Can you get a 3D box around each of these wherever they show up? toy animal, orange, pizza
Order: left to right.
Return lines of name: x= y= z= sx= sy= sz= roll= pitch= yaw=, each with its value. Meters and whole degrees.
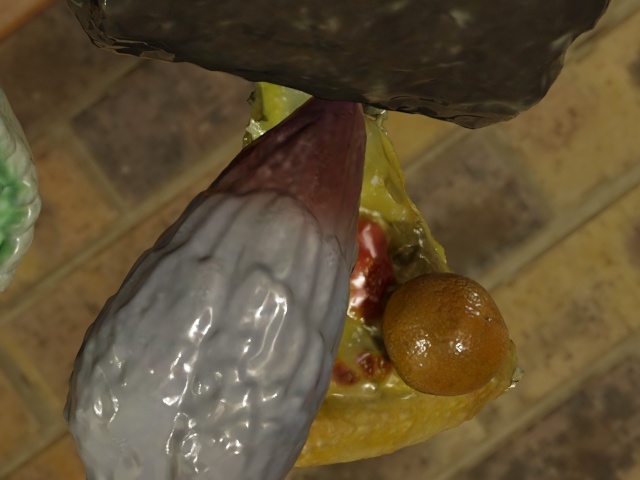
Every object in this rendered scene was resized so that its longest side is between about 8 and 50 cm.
toy animal: x=-0.049 y=0.065 z=0.711 sx=0.324 sy=0.090 sz=0.195 roll=-58 pitch=171 yaw=-45
pizza: x=0.000 y=0.000 z=1.183 sx=0.280 sy=0.287 sz=0.075 roll=-18 pitch=-175 yaw=-37
orange: x=0.074 y=0.057 z=1.139 sx=0.085 sy=0.085 sz=0.085 roll=-36 pitch=178 yaw=-2

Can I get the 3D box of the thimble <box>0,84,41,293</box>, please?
thimble: x=-0.300 y=-0.035 z=1.288 sx=0.219 sy=0.150 sz=0.219 roll=-31 pitch=140 yaw=-30

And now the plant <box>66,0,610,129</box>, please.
plant: x=-0.050 y=-0.166 z=0.641 sx=0.181 sy=0.321 sz=0.194 roll=-54 pitch=-154 yaw=31
